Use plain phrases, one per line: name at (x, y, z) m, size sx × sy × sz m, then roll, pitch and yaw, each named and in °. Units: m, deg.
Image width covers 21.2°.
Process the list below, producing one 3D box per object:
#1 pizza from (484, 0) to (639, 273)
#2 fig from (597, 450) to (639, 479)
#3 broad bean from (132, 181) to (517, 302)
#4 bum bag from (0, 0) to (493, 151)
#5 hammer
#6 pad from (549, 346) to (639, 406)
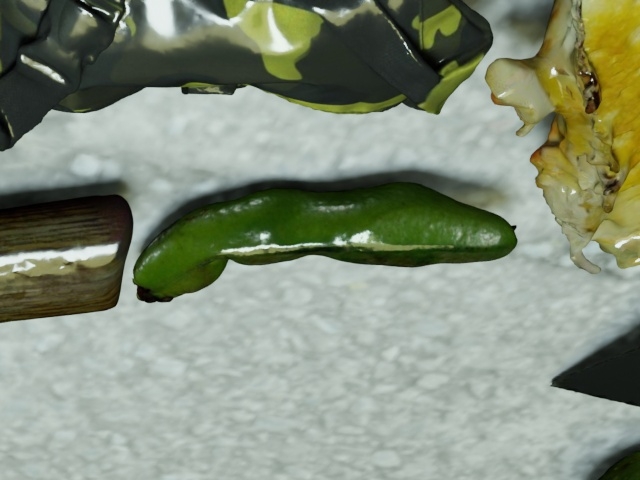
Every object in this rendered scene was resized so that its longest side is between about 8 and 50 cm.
pizza at (0.160, -0.089, 0.749) m, size 0.189 × 0.071 × 0.297 m, roll -23°, pitch 145°, yaw -6°
fig at (0.236, 0.180, 1.053) m, size 0.156 × 0.123 × 0.123 m, roll -22°, pitch 140°, yaw -3°
broad bean at (-0.004, -0.003, 0.836) m, size 0.195 × 0.046 × 0.061 m, roll -10°, pitch 152°, yaw 8°
bum bag at (-0.042, -0.084, 0.720) m, size 0.233 × 0.060 × 0.106 m, roll -4°, pitch 149°, yaw -3°
hammer at (-0.291, 0.031, 0.806) m, size 0.409 × 0.095 × 0.242 m, roll -9°, pitch 141°, yaw -9°
pad at (0.332, 0.054, 0.908) m, size 0.248 × 0.007 × 0.367 m, roll 15°, pitch 154°, yaw -27°
